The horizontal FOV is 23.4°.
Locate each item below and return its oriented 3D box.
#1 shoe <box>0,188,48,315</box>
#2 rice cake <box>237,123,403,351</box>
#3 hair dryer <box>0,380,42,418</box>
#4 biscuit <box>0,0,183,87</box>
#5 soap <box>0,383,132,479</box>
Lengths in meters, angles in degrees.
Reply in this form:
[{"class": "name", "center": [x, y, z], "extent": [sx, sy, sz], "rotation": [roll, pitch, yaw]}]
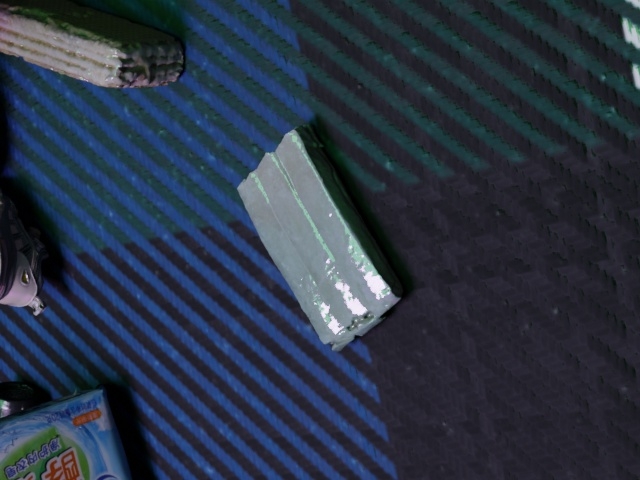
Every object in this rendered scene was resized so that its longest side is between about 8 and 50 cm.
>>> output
[{"class": "shoe", "center": [-0.372, 0.013, 1.860], "extent": [0.089, 0.092, 0.180], "rotation": [-45, 38, 25]}, {"class": "rice cake", "center": [0.000, 0.000, 1.593], "extent": [0.124, 0.038, 0.211], "rotation": [-43, 73, 36]}, {"class": "hair dryer", "center": [-0.405, 0.264, 1.847], "extent": [0.070, 0.255, 0.128], "rotation": [11, 106, 11]}, {"class": "biscuit", "center": [-0.270, -0.222, 1.711], "extent": [0.239, 0.108, 0.061], "rotation": [20, 111, 34]}, {"class": "soap", "center": [-0.341, 0.272, 1.759], "extent": [0.077, 0.293, 0.156], "rotation": [-13, 95, 54]}]
